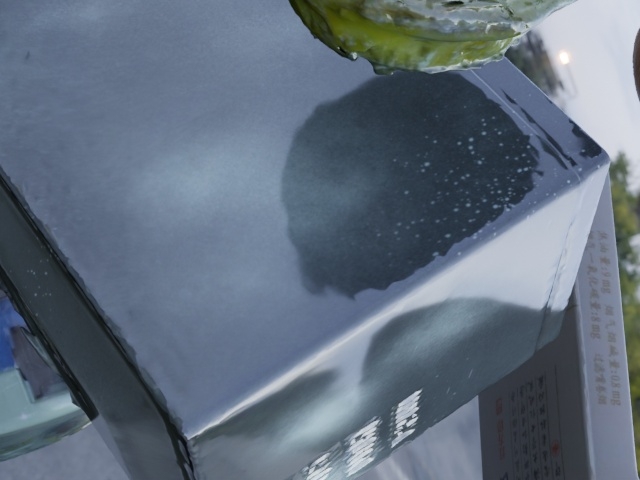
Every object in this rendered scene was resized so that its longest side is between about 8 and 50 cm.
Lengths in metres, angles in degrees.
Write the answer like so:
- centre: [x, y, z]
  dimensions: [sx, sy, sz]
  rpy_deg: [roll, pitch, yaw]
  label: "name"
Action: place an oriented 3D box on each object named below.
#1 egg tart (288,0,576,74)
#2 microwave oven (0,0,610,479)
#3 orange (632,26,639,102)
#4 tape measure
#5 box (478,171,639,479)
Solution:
- centre: [0.058, -0.149, 0.644]
  dimensions: [0.197, 0.197, 0.078]
  rpy_deg: [-101, -169, -48]
  label: "egg tart"
- centre: [-0.077, -0.053, 0.845]
  dimensions: [0.432, 0.374, 0.236]
  rpy_deg: [50, -20, 27]
  label: "microwave oven"
- centre: [0.432, -0.201, 1.367]
  dimensions: [0.159, 0.136, 0.159]
  rpy_deg: [29, 56, -58]
  label: "orange"
- centre: [-0.244, 0.086, 1.083]
  dimensions: [0.262, 0.259, 0.138]
  rpy_deg: [-32, 103, -36]
  label: "tape measure"
- centre: [0.197, 0.137, 1.030]
  dimensions: [0.204, 0.051, 0.365]
  rpy_deg: [129, -35, -62]
  label: "box"
